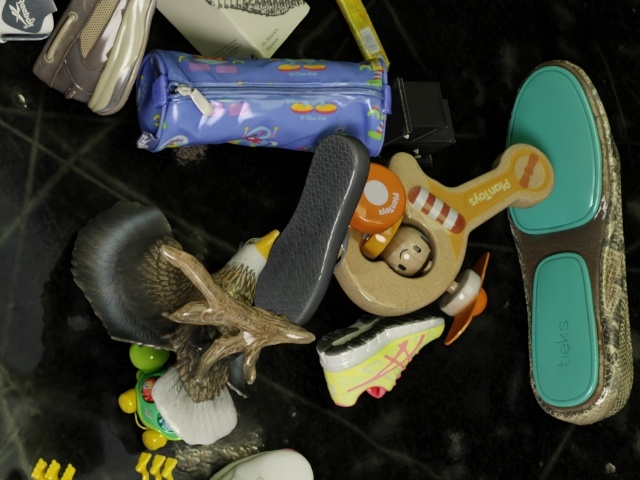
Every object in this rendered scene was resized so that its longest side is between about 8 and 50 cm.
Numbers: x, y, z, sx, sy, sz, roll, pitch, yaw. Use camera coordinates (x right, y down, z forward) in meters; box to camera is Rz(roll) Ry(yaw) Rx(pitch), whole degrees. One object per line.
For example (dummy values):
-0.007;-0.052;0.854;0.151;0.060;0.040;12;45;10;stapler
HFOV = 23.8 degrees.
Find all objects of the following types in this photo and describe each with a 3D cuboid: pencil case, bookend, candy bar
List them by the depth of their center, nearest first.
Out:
-0.065;-0.159;1.764;0.306;0.133;0.119;0;87;-17;pencil case
0.118;-0.146;1.914;0.157;0.156;0.072;-3;77;-36;bookend
0.046;-0.292;1.995;0.040;0.018;0.162;-27;92;-33;candy bar

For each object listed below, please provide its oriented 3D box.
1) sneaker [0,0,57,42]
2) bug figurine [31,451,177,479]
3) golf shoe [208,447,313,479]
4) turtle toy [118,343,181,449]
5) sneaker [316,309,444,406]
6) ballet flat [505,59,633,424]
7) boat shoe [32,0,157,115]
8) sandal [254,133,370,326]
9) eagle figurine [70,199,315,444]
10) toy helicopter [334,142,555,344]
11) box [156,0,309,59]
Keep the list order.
-0.363;-0.235;1.609;0.094;0.153;0.235;76;33;-43;sneaker
-0.245;0.334;1.504;0.279;0.216;0.072;-60;148;-31;bug figurine
-0.100;0.321;1.636;0.306;0.140;0.115;-35;95;-38;golf shoe
-0.170;0.164;1.677;0.095;0.066;0.130;-29;81;-37;turtle toy
0.075;0.141;1.856;0.208;0.081;0.094;-19;111;-41;sneaker
0.347;0.006;2.047;0.182;0.164;0.483;9;75;-55;ballet flat
-0.228;-0.319;1.680;0.130;0.132;0.355;17;96;-12;boat shoe
0.001;0.000;1.756;0.054;0.255;0.097;5;29;-46;sandal
-0.125;0.070;1.634;0.225;0.298;0.226;-20;104;-23;eagle figurine
0.168;-0.014;1.880;0.355;0.140;0.235;-28;82;-31;toy helicopter
-0.152;-0.331;1.824;0.275;0.094;0.113;45;57;-15;box
